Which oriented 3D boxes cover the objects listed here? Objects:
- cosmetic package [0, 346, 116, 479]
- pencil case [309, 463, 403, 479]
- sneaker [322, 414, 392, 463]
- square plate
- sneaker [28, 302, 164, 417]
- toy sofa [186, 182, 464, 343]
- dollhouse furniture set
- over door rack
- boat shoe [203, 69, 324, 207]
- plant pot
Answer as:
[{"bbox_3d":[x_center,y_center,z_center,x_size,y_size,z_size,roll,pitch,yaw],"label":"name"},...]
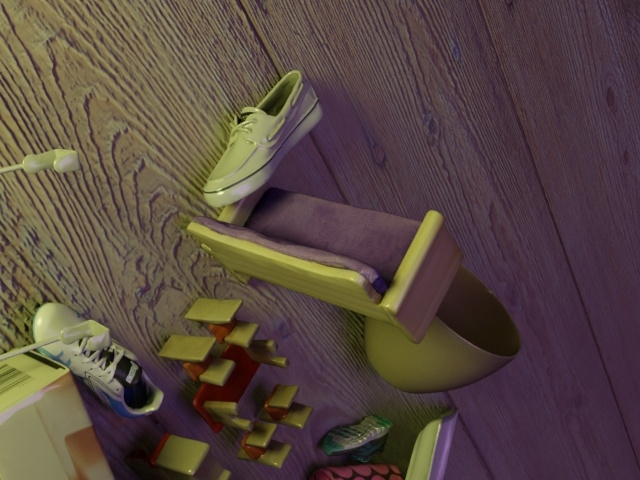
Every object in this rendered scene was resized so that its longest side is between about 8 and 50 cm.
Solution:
[{"bbox_3d":[-0.344,0.298,1.098,0.129,0.153,0.296,-31,118,-37],"label":"cosmetic package"},{"bbox_3d":[0.062,0.460,1.614,0.209,0.095,0.098,16,132,-45],"label":"pencil case"},{"bbox_3d":[0.070,0.377,1.621,0.166,0.065,0.076,-7,109,-43],"label":"sneaker"},{"bbox_3d":[0.191,0.493,1.693,0.344,0.049,0.347,27,78,-75],"label":"square plate"},{"bbox_3d":[-0.290,0.156,1.171,0.237,0.086,0.085,55,39,-42],"label":"sneaker"},{"bbox_3d":[0.000,0.000,1.246,0.150,0.363,0.177,-60,139,-17],"label":"toy sofa"},{"bbox_3d":[-0.163,0.252,1.332,0.259,0.135,0.262,-58,134,-35],"label":"dollhouse furniture set"},{"bbox_3d":[-0.417,0.041,0.987,0.324,0.108,0.239,-14,109,-22],"label":"over door rack"},{"bbox_3d":[-0.092,-0.156,1.311,0.267,0.096,0.088,-47,125,-30],"label":"boat shoe"},{"bbox_3d":[0.187,0.161,1.577,0.284,0.284,0.191,11,127,-47],"label":"plant pot"}]
